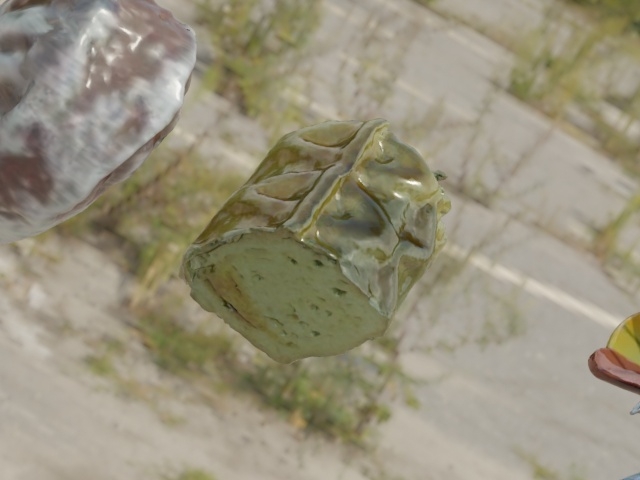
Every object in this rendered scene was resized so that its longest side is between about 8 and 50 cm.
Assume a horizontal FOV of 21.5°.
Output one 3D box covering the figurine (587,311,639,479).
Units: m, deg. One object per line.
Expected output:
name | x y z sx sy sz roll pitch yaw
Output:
figurine | 0.354 0.069 1.122 0.277 0.388 0.248 35 -27 17

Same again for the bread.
bread | 0.006 -0.001 1.789 0.238 0.196 0.252 35 40 -8

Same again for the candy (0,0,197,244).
candy | -0.219 -0.112 1.348 0.157 0.214 0.289 40 -32 -21
